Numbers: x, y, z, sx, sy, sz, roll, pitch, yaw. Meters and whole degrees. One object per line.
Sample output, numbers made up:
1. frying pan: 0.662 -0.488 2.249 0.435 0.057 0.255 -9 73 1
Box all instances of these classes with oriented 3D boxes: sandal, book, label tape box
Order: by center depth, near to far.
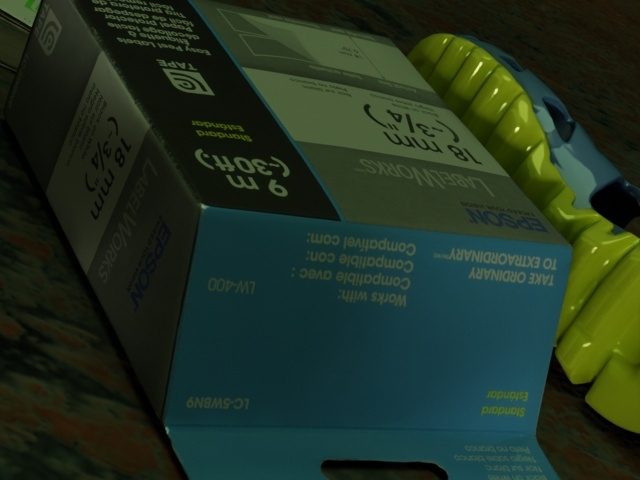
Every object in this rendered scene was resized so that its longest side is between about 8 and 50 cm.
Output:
1. label tape box: 0.000 0.000 0.855 0.240 0.106 0.334 6 34 -35
2. sandal: 0.157 -0.008 1.015 0.138 0.126 0.317 -1 47 -50
3. book: -0.158 -0.138 1.036 0.096 0.035 0.144 27 25 -10
